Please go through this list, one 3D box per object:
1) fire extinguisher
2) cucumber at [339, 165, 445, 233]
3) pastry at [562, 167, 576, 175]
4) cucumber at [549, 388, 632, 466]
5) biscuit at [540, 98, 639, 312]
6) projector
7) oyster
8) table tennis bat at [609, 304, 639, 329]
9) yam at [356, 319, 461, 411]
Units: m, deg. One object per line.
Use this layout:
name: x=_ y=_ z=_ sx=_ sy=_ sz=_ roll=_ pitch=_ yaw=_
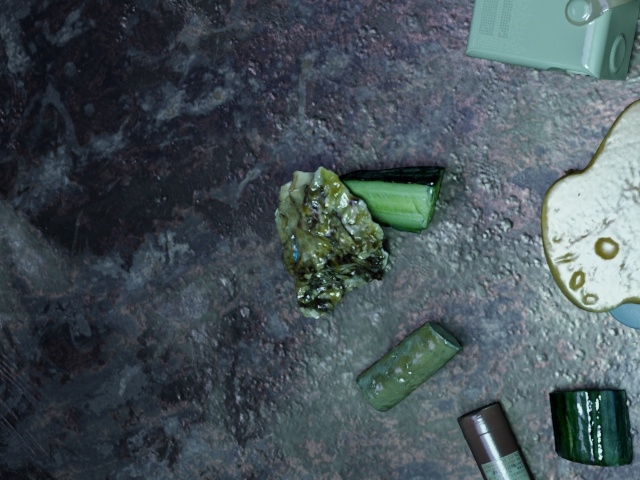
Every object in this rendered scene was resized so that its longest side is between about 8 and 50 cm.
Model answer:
fire extinguisher: x=0.298 y=0.356 z=1.982 sx=0.099 sy=0.071 sz=0.231 roll=-26 pitch=83 yaw=0
cucumber: x=0.119 y=-0.076 z=2.021 sx=0.193 sy=0.086 sz=0.115 roll=0 pitch=140 yaw=32
pastry: x=0.393 y=-0.037 z=1.891 sx=0.140 sy=0.056 sz=0.080 roll=39 pitch=104 yaw=19
cucumber: x=0.393 y=0.275 z=1.923 sx=0.116 sy=0.062 sz=0.115 roll=-5 pitch=89 yaw=27
biscuit: x=0.470 y=-0.054 z=1.814 sx=0.343 sy=0.057 sz=0.287 roll=-17 pitch=91 yaw=15
projector: x=0.341 y=-0.324 z=1.828 sx=0.242 sy=0.163 sz=0.177 roll=14 pitch=103 yaw=29
oyster: x=0.000 y=0.000 z=2.061 sx=0.223 sy=0.083 sz=0.214 roll=50 pitch=129 yaw=-5
table tennis bat: x=0.482 y=0.081 z=1.877 sx=0.155 sy=0.019 sz=0.100 roll=4 pitch=97 yaw=30
yam: x=0.137 y=0.194 z=2.043 sx=0.179 sy=0.078 sz=0.078 roll=-44 pitch=75 yaw=25
